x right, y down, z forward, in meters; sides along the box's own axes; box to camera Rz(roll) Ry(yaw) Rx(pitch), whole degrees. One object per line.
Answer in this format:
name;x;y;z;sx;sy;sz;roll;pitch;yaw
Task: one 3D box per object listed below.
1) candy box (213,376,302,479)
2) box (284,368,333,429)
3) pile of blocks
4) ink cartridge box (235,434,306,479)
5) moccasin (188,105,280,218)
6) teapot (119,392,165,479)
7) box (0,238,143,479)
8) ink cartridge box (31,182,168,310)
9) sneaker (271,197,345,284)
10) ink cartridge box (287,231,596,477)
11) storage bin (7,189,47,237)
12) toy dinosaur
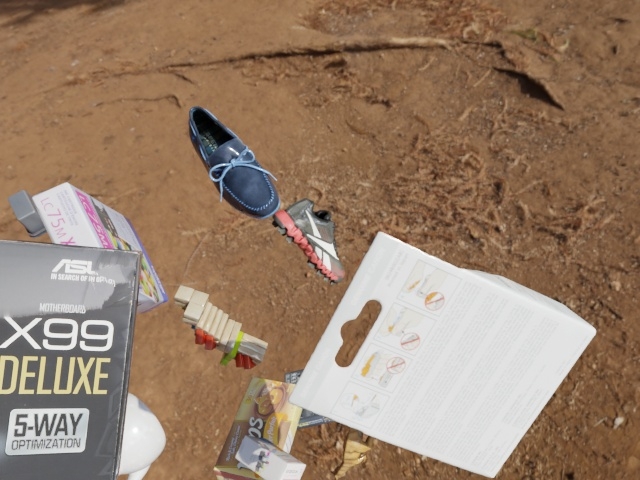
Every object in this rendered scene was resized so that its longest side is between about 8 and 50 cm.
candy box;-0.178;0.594;1.353;0.182;0.088;0.317;4;40;14
box;-0.047;0.609;1.704;0.183;0.059;0.233;-16;36;6
pile of blocks;-0.309;0.285;1.261;0.148;0.362;0.113;-21;36;31
ink cartridge box;-0.110;0.563;1.089;0.181;0.104;0.062;17;73;32
moccasin;-0.231;-0.188;1.045;0.137;0.117;0.342;-40;69;-13
teapot;-0.601;0.586;1.279;0.256;0.253;0.187;27;38;22
box;-0.342;0.115;0.411;0.307;0.243;0.076;7;-2;-18
ink cartridge box;-0.344;0.032;0.736;0.065;0.311;0.186;-27;85;-11
sneaker;0.000;0.000;1.129;0.135;0.276;0.097;-41;29;-3
ink cartridge box;0.183;0.182;0.691;0.384;0.308;0.091;24;15;-10
storage bin;-0.914;-0.093;1.375;0.098;0.091;0.135;-34;67;-16
toy dinosaur;0.063;0.354;0.775;0.112;0.212;0.064;-12;28;-30
